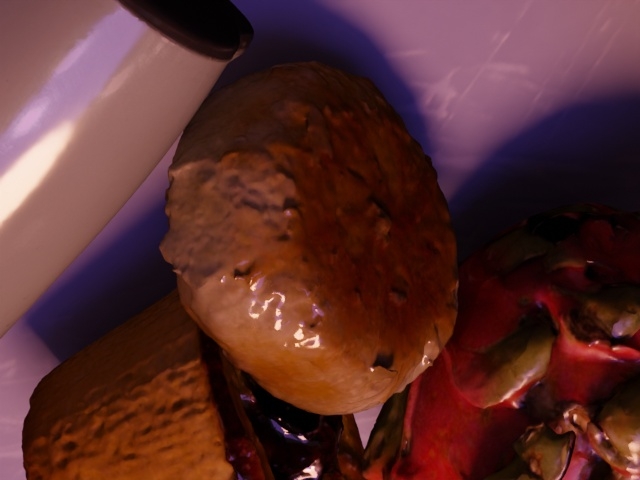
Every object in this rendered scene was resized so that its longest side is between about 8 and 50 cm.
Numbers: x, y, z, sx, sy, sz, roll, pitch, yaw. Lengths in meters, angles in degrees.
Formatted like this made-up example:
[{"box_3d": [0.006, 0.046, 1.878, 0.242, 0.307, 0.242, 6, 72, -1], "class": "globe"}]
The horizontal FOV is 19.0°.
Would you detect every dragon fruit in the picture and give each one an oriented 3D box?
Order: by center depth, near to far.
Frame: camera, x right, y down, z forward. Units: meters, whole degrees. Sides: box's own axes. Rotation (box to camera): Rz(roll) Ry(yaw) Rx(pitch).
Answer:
[{"box_3d": [0.153, 0.121, 1.142, 0.231, 0.237, 0.302, 29, 92, -41], "class": "dragon fruit"}]

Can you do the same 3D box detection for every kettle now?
[{"box_3d": [-0.176, -0.077, 0.947, 0.236, 0.161, 0.221, -43, 136, 17], "class": "kettle"}]

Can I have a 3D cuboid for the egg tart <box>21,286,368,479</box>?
[{"box_3d": [-0.065, 0.127, 1.129, 0.171, 0.215, 0.215, -22, 131, 18], "class": "egg tart"}]

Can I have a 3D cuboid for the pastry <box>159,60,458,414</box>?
[{"box_3d": [0.000, 0.000, 1.046, 0.093, 0.182, 0.192, -12, 130, 34], "class": "pastry"}]
